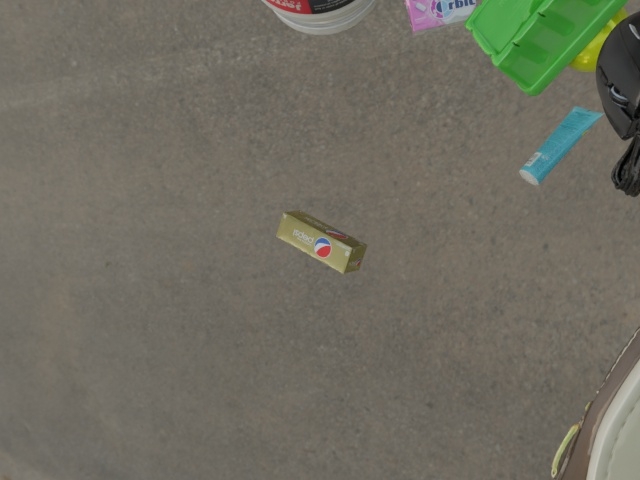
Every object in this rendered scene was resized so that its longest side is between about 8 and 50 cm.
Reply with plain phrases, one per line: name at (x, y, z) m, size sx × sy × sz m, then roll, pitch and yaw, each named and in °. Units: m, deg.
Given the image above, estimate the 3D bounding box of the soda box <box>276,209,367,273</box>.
soda box at (0.000, 0.000, 1.142) m, size 0.181 × 0.061 × 0.058 m, roll 27°, pitch 110°, yaw 30°

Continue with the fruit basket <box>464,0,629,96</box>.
fruit basket at (0.596, -0.537, 1.353) m, size 0.392 × 0.392 × 0.282 m, roll -50°, pitch 52°, yaw 39°

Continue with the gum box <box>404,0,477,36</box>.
gum box at (0.331, -0.644, 1.567) m, size 0.189 × 0.062 × 0.107 m, roll -10°, pitch 95°, yaw 8°

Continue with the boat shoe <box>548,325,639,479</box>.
boat shoe at (0.264, 0.191, 0.491) m, size 0.117 × 0.096 × 0.324 m, roll 9°, pitch 104°, yaw -5°

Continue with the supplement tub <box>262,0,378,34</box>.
supplement tub at (-0.015, -0.371, 0.633) m, size 0.191 × 0.272 × 0.191 m, roll -1°, pitch 83°, yaw 9°

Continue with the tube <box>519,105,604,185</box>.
tube at (0.533, -0.217, 1.263) m, size 0.207 × 0.052 × 0.080 m, roll -49°, pitch 40°, yaw 0°

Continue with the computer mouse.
computer mouse at (0.326, -0.191, 0.581) m, size 0.060 × 0.262 × 0.184 m, roll 12°, pitch 145°, yaw 17°
